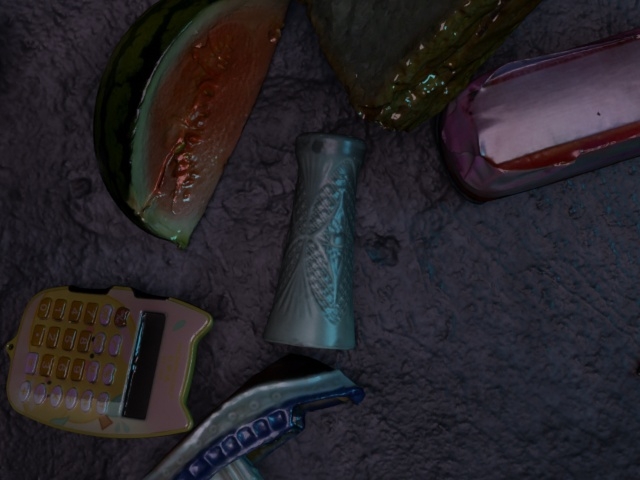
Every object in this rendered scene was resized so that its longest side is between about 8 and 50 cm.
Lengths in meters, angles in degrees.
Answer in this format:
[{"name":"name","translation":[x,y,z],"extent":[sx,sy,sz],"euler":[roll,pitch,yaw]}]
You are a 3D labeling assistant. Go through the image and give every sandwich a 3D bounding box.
[{"name":"sandwich","translation":[0.070,-0.305,1.109],"extent":[0.262,0.131,0.325],"euler":[-45,64,24]}]

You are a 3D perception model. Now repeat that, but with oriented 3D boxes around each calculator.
[{"name":"calculator","translation":[-0.224,0.124,1.206],"extent":[0.236,0.033,0.157],"euler":[6,77,20]}]

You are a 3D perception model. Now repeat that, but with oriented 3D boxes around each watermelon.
[{"name":"watermelon","translation":[-0.153,-0.156,1.186],"extent":[0.159,0.128,0.303],"euler":[25,91,1]}]

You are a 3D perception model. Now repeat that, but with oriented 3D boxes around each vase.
[{"name":"vase","translation":[0.000,0.000,1.206],"extent":[0.096,0.096,0.219],"euler":[6,88,1]}]

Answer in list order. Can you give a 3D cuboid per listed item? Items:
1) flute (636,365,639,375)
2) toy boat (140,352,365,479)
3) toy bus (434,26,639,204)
[{"name":"flute","translation":[0.409,0.030,1.233],"extent":[0.014,0.014,0.269],"euler":[31,92,1]},{"name":"toy boat","translation":[-0.069,0.222,1.193],"extent":[0.262,0.114,0.115],"euler":[-42,77,-2]},{"name":"toy bus","translation":[0.269,-0.136,1.173],"extent":[0.302,0.147,0.127],"euler":[-17,85,0]}]
